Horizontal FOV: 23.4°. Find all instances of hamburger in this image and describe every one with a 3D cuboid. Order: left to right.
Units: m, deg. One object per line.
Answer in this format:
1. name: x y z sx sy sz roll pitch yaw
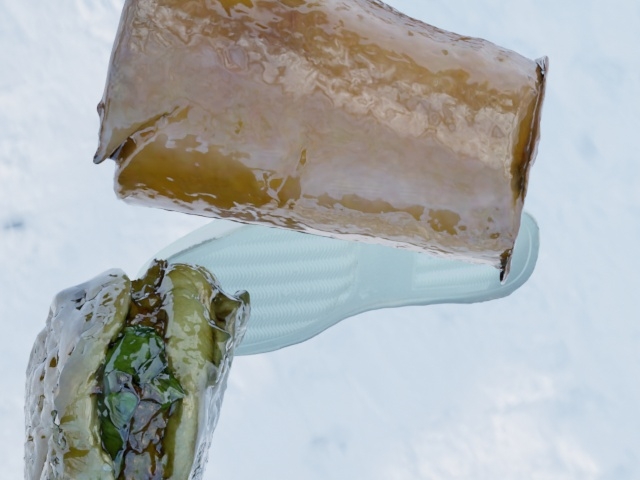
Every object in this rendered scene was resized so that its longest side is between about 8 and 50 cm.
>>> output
1. hamburger: -0.124 0.107 0.915 0.130 0.206 0.183 13 115 1

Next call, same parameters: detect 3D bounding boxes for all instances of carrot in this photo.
1. carrot: 0.012 -0.085 0.961 0.254 0.196 0.196 14 128 7

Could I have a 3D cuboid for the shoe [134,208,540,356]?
1. shoe: 0.000 0.000 1.366 0.363 0.160 0.131 -9 115 -16
